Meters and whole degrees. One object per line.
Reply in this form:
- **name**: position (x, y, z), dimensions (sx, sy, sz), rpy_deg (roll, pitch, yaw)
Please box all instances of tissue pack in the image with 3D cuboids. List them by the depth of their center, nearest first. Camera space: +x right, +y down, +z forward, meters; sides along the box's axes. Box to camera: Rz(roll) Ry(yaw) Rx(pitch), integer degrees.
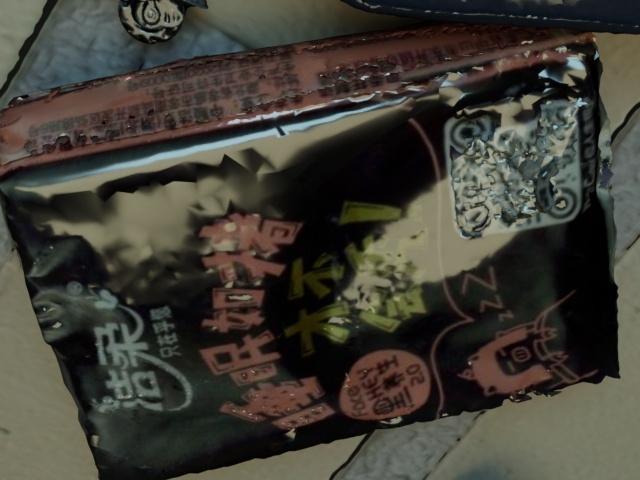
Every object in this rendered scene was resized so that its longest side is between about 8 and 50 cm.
- **tissue pack**: position (0.000, 0.000, 0.692), dimensions (0.332, 0.123, 0.245), rpy_deg (-12, 122, -2)

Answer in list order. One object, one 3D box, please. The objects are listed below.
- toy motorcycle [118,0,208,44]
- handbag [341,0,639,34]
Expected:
- **toy motorcycle**: position (-0.130, -0.176, 0.629), dimensions (0.173, 0.058, 0.100), rpy_deg (25, 107, -14)
- **handbag**: position (0.130, -0.262, 0.539), dimensions (0.269, 0.118, 0.325), rpy_deg (5, 113, -3)
